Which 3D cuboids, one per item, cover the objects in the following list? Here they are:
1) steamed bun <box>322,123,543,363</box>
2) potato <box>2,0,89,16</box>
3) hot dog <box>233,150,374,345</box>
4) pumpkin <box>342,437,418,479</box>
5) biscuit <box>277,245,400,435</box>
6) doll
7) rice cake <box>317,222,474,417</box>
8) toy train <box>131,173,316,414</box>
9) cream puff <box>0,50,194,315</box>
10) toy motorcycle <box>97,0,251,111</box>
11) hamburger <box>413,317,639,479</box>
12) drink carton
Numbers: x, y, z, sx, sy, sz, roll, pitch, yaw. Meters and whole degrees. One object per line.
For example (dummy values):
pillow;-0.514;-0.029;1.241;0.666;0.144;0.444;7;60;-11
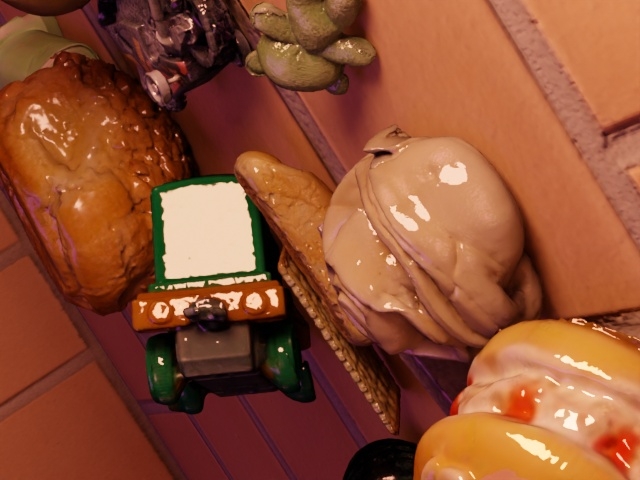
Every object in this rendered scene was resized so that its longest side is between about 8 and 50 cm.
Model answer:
steamed bun;0.078;0.017;1.320;0.218;0.144;0.211;22;141;60
potato;-0.250;-0.326;1.503;0.165;0.165;0.262;53;138;13
hot dog;0.000;0.000;1.619;0.242;0.073;0.084;56;167;-7
pumpkin;0.088;0.327;1.830;0.194;0.150;0.194;44;148;38
biscuit;0.023;0.100;1.708;0.231;0.016;0.139;55;-168;-12
doll;-0.004;-0.187;1.333;0.115;0.077;0.150;19;148;-4
rice cake;0.136;0.131;1.490;0.399;0.070;0.064;52;163;18
toy train;-0.112;0.068;1.808;0.429;0.178;0.249;67;-163;-79
cream puff;-0.276;-0.077;1.962;0.343;0.231;0.327;40;152;59
toy motorcycle;-0.161;-0.231;1.600;0.173;0.108;0.307;63;160;0
hamburger;0.184;0.210;1.208;0.261;0.186;0.303;46;157;-11
drink carton;-0.378;-0.226;2.141;0.142;0.144;0.146;25;145;49
